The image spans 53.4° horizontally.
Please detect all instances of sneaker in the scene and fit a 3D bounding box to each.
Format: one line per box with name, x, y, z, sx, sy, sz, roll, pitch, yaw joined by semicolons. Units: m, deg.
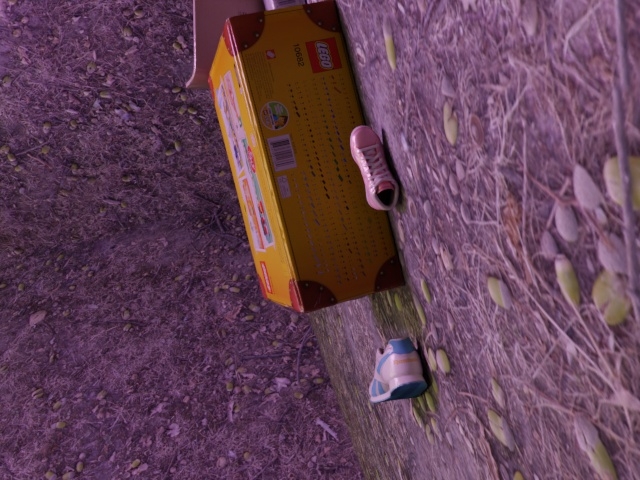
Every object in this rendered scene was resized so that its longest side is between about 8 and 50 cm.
sneaker;0.086;-0.107;0.959;0.070;0.050;0.134;-134;27;-72
sneaker;0.137;0.242;1.161;0.229;0.087;0.092;109;153;-65

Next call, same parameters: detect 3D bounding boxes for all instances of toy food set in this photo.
toy food set;-0.194;-0.489;1.405;0.092;0.219;0.306;14;106;55

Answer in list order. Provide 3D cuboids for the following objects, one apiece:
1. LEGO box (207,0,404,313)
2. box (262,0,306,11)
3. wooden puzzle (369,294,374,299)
LEGO box;-0.049;-0.135;1.212;0.372;0.193;0.501;177;79;-75
box;-0.072;-0.477;1.341;0.137;0.072;0.126;-128;24;-71
wooden puzzle;0.105;0.097;1.384;0.049;0.006;0.083;-119;16;-63
